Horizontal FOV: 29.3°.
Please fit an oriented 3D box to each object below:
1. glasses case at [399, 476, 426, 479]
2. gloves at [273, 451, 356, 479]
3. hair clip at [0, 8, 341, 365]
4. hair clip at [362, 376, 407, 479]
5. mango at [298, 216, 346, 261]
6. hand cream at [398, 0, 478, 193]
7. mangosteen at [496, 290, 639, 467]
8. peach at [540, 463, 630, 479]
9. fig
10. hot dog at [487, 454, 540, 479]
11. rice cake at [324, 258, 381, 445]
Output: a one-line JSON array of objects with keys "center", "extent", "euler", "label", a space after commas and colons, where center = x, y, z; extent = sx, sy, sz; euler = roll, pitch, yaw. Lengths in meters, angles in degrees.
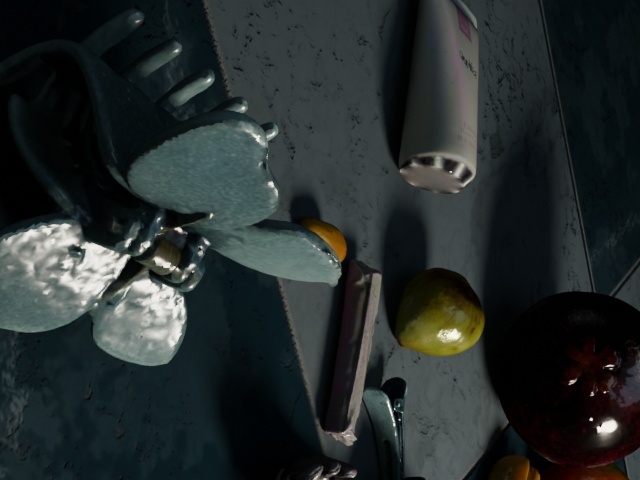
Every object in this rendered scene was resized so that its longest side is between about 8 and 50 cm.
[{"center": [0.160, 0.477, 1.843], "extent": [0.301, 0.070, 0.117], "euler": [61, 40, -43], "label": "glasses case"}, {"center": [0.005, 0.354, 1.616], "extent": [0.285, 0.119, 0.142], "euler": [58, 31, -56], "label": "gloves"}, {"center": [-0.173, -0.056, 1.242], "extent": [0.318, 0.392, 0.238], "euler": [35, 33, -48], "label": "hair clip"}, {"center": [0.104, 0.345, 1.818], "extent": [0.083, 0.048, 0.275], "euler": [-11, 99, -59], "label": "hair clip"}, {"center": [0.000, 0.000, 1.686], "extent": [0.089, 0.046, 0.060], "euler": [43, 51, -30], "label": "mango"}, {"center": [0.199, -0.250, 1.938], "extent": [0.185, 0.118, 0.358], "euler": [34, 55, -46], "label": "hand cream"}, {"center": [0.455, 0.249, 2.148], "extent": [0.347, 0.307, 0.306], "euler": [77, 22, -71], "label": "mangosteen"}, {"center": [0.476, 0.483, 2.241], "extent": [0.197, 0.197, 0.197], "euler": [4, 85, -55], "label": "peach"}, {"center": [0.185, 0.109, 1.878], "extent": [0.153, 0.120, 0.136], "euler": [-6, 55, -37], "label": "fig"}, {"center": [0.307, 0.516, 2.054], "extent": [0.337, 0.100, 0.135], "euler": [-60, 135, -38], "label": "hot dog"}, {"center": [0.046, 0.155, 1.741], "extent": [0.055, 0.049, 0.269], "euler": [55, 42, -70], "label": "rice cake"}]
